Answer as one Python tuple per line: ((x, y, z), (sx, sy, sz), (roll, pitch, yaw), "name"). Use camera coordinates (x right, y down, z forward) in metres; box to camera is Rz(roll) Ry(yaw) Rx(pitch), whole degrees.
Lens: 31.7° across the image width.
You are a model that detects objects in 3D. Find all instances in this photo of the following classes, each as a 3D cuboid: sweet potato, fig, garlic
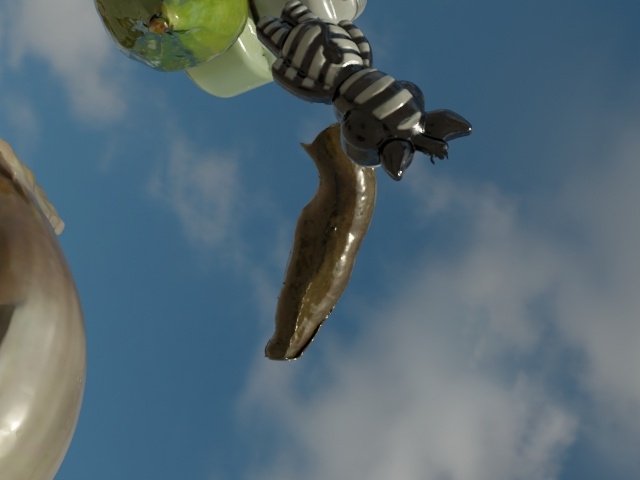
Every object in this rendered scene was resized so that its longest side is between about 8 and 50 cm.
((-0.005, -0.002, 1.269), (0.085, 0.112, 0.285), (25, -84, 47), "sweet potato")
((-0.201, -0.322, 1.601), (0.233, 0.233, 0.314), (-61, -141, 26), "fig")
((-0.243, 0.074, 0.588), (0.279, 0.132, 0.325), (12, -117, 42), "garlic")

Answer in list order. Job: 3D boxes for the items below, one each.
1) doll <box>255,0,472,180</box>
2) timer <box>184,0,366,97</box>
((0.029, -0.128, 0.969), (0.219, 0.091, 0.067), (45, -23, 26), "doll")
((-0.067, -0.410, 1.935), (0.315, 0.291, 0.290), (-5, -96, 32), "timer")
